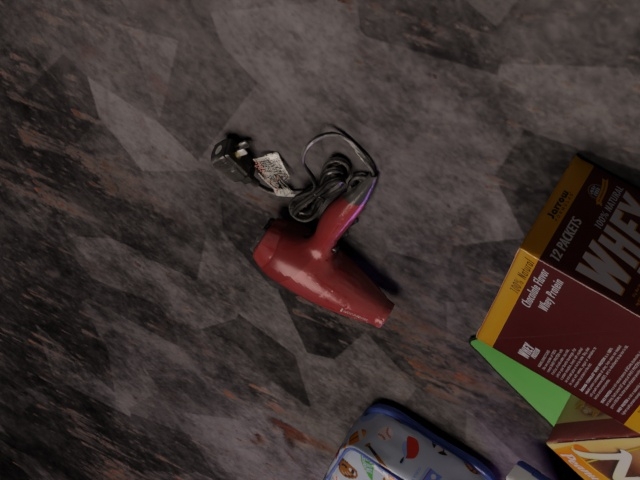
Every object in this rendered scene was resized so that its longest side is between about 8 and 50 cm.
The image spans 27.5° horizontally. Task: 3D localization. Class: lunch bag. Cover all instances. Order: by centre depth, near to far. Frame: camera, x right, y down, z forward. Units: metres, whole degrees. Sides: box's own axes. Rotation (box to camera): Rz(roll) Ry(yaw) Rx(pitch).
[{"bbox_3d":[0.128,0.378,1.937,0.243,0.115,0.303,30,150,7],"label":"lunch bag"}]

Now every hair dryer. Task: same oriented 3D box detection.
[{"bbox_3d":[0.000,0.000,1.552,0.223,0.080,0.293,4,138,43],"label":"hair dryer"}]

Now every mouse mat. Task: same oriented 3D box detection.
[{"bbox_3d":[0.281,0.170,1.577,0.189,0.007,0.152,44,150,-16],"label":"mouse mat"}]

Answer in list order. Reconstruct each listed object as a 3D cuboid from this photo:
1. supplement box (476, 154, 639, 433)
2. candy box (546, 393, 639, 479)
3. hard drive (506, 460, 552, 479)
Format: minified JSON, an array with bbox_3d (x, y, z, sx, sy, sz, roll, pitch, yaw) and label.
[{"bbox_3d":[0.283,0.056,1.282,0.194,0.129,0.191,30,150,10],"label":"supplement box"},{"bbox_3d":[0.434,0.292,1.504,0.316,0.087,0.183,44,150,-17],"label":"candy box"},{"bbox_3d":[0.394,0.409,1.649,0.318,0.040,0.210,30,165,47],"label":"hard drive"}]
